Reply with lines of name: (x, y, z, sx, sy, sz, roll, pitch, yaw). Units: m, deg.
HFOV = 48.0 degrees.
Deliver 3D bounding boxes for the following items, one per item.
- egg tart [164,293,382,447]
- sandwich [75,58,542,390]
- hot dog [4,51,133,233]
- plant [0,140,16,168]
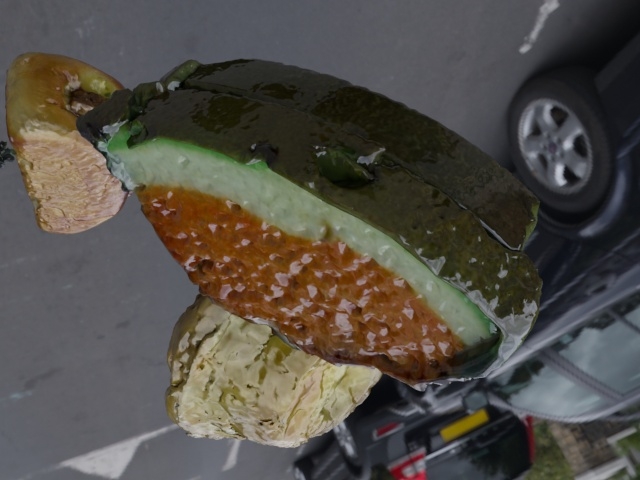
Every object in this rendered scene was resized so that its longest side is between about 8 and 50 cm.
egg tart: (-0.016, 0.119, 0.802, 0.341, 0.129, 0.341, -32, 144, -27)
sandwich: (0.007, -0.004, 0.460, 0.109, 0.292, 0.212, -49, 138, -34)
hot dog: (-0.448, -0.173, 1.361, 0.223, 0.185, 0.405, -7, 154, -16)
plant: (-0.461, -0.117, 0.998, 0.051, 0.051, 0.102, -37, 170, 26)
